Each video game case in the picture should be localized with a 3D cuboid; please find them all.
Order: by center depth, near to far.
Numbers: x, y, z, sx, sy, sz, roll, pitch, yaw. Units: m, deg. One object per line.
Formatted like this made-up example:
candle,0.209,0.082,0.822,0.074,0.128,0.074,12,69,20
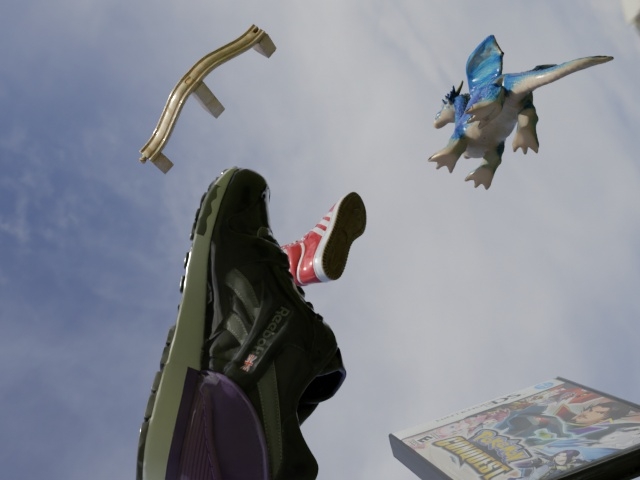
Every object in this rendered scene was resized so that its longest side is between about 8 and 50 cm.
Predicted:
video game case,0.236,0.228,0.954,0.248,0.275,0.035,-15,-85,-13

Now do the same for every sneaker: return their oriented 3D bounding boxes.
sneaker,-0.041,0.070,0.617,0.124,0.107,0.283,6,-127,1
sneaker,0.000,0.000,0.804,0.042,0.067,0.118,54,-141,-23

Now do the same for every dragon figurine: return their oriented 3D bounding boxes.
dragon figurine,0.187,-0.151,0.873,0.085,0.289,0.144,23,-120,-7

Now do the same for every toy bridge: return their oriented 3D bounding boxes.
toy bridge,-0.123,-0.151,0.878,0.026,0.188,0.063,39,175,25
